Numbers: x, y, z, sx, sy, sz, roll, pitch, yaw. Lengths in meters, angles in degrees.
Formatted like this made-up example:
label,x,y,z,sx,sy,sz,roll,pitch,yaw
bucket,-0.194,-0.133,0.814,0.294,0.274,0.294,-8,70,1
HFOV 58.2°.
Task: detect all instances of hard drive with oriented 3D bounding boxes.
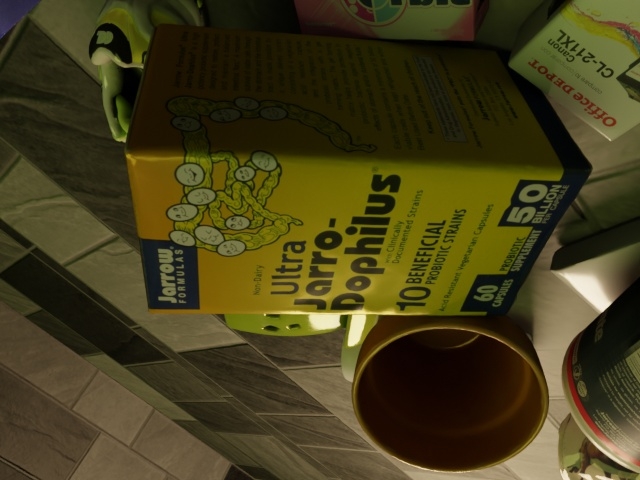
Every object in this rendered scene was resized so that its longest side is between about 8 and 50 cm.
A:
label,x,y,z,sx,sy,sz,roll,pitch,yaw
hard drive,0.492,0.093,0.693,0.353,0.047,0.233,38,145,-14

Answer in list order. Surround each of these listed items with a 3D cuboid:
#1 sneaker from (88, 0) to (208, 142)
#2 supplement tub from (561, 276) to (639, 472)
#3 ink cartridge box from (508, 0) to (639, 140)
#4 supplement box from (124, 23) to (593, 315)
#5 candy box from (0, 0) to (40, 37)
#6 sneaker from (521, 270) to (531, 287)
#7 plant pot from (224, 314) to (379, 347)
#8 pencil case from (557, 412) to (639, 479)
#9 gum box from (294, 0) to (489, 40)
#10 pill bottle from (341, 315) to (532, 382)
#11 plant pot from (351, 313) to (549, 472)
label,x,y,z,sx,sy,sz,roll,pitch,yaw
sneaker,-0.221,-0.160,0.777,0.145,0.147,0.384,16,145,15
supplement tub,0.389,0.116,0.582,0.191,0.191,0.272,23,145,9
ink cartridge box,0.264,-0.181,0.470,0.128,0.072,0.175,33,145,-8
supplement box,0.019,-0.060,0.550,0.357,0.195,0.194,1,136,-8
candy box,-0.368,-0.326,0.554,0.318,0.268,0.122,13,147,21
sneaker,0.220,0.052,0.812,0.083,0.118,0.221,22,117,-2
plant pot,0.000,0.000,0.772,0.207,0.227,0.228,15,144,8
pencil case,0.579,0.330,0.842,0.411,0.159,0.184,-1,157,36
gum box,0.065,-0.249,0.531,0.189,0.062,0.107,11,143,24
pill bottle,0.189,0.202,0.948,0.284,0.161,0.161,9,142,26
plant pot,0.149,0.132,0.690,0.205,0.188,0.205,4,117,8
